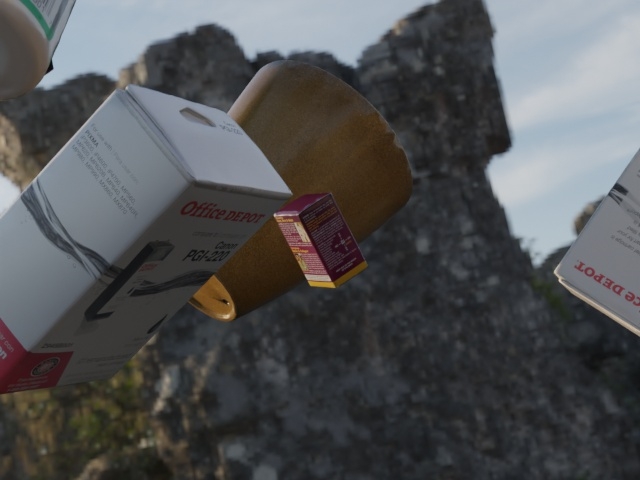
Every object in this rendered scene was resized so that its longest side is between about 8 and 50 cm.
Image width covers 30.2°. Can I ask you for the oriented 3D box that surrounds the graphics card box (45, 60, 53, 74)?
[{"bbox_3d":[-0.508,-0.417,1.674,0.233,0.370,0.094,25,44,32],"label":"graphics card box"}]

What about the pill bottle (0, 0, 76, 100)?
[{"bbox_3d":[-0.368,-0.356,1.389,0.204,0.361,0.204,8,-35,6],"label":"pill bottle"}]

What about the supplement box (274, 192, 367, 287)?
[{"bbox_3d":[0.000,0.000,1.139,0.043,0.083,0.055,-34,16,-23],"label":"supplement box"}]

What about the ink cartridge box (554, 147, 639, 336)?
[{"bbox_3d":[0.356,-0.001,1.188,0.203,0.148,0.086,-55,-26,1],"label":"ink cartridge box"}]

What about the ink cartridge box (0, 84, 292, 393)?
[{"bbox_3d":[-0.146,0.004,0.842,0.218,0.092,0.158,-46,-17,15],"label":"ink cartridge box"}]

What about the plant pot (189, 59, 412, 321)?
[{"bbox_3d":[-0.061,-0.034,1.359,0.254,0.237,0.237,-49,7,-27],"label":"plant pot"}]
